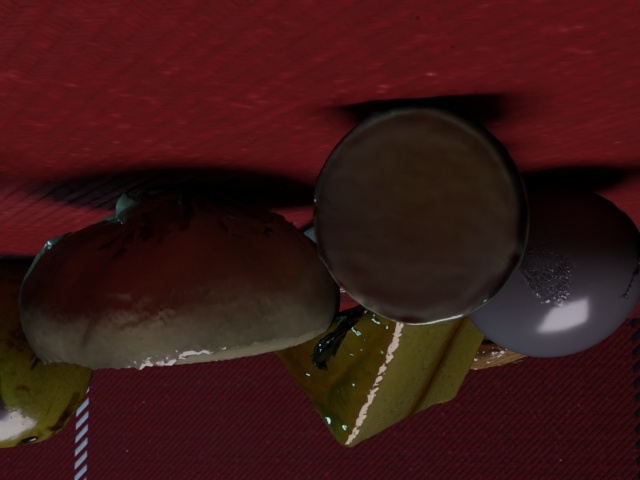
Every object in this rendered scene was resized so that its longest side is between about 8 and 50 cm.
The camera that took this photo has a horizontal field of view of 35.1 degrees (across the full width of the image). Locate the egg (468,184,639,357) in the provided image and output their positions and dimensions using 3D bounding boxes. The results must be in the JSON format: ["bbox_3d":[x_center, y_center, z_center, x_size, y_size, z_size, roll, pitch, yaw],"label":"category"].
[{"bbox_3d":[0.196,0.026,0.864,0.146,0.147,0.198,3,170,-20],"label":"egg"}]

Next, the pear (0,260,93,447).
[{"bbox_3d":[-0.457,0.162,1.446,0.283,0.284,0.283,0,172,0],"label":"pear"}]

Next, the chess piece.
[{"bbox_3d":[0.089,-0.012,0.710,0.133,0.133,0.243,-2,178,16],"label":"chess piece"}]

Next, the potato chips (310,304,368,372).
[{"bbox_3d":[0.063,0.041,0.929,0.220,0.029,0.202,-48,176,21],"label":"potato chips"}]

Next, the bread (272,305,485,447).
[{"bbox_3d":[0.110,0.100,1.490,0.233,0.245,0.362,-18,145,-32],"label":"bread"}]

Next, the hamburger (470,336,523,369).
[{"bbox_3d":[0.318,0.127,1.651,0.243,0.146,0.286,-7,166,3],"label":"hamburger"}]

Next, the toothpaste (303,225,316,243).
[{"bbox_3d":[0.000,0.000,1.105,0.056,0.036,0.205,2,176,-10],"label":"toothpaste"}]

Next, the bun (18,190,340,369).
[{"bbox_3d":[-0.123,0.027,0.895,0.287,0.146,0.287,-3,-174,0],"label":"bun"}]
